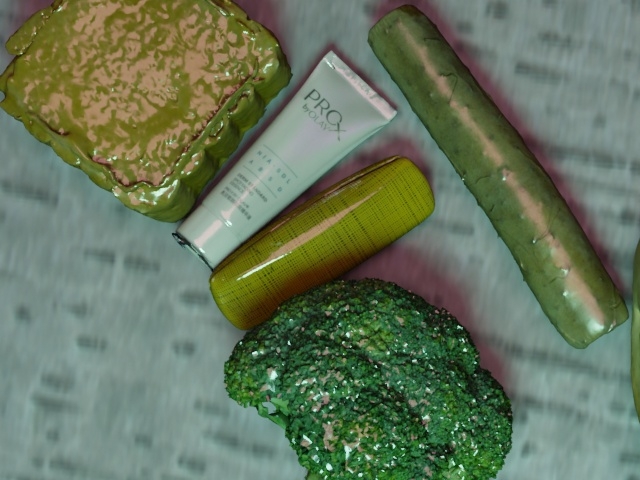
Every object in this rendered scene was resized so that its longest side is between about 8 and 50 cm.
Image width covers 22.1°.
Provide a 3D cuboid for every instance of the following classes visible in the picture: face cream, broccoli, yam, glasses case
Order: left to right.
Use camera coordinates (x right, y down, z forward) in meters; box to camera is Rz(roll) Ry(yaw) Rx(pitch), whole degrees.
[{"bbox_3d":[-0.040,-0.070,1.598,0.092,0.058,0.243,44,81,1],"label":"face cream"},{"bbox_3d":[0.000,0.000,1.569,0.234,0.064,0.079,-33,115,-3],"label":"glasses case"},{"bbox_3d":[0.040,0.155,1.481,0.269,0.261,0.241,9,119,10],"label":"broccoli"},{"bbox_3d":[0.170,-0.065,1.565,0.083,0.083,0.371,-32,80,-2],"label":"yam"}]

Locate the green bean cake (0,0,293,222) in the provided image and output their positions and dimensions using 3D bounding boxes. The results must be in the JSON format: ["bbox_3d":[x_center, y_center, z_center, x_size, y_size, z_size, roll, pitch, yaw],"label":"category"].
[{"bbox_3d":[-0.167,-0.159,1.585,0.224,0.131,0.229,39,88,12],"label":"green bean cake"}]

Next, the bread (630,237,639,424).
[{"bbox_3d":[0.468,0.089,1.415,0.376,0.253,0.348,-3,63,2],"label":"bread"}]
